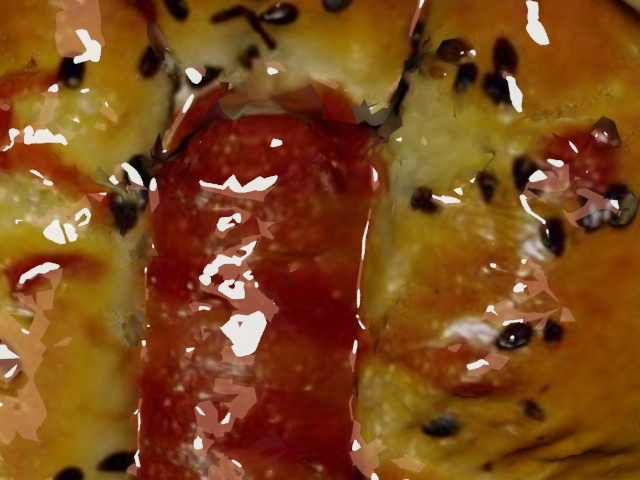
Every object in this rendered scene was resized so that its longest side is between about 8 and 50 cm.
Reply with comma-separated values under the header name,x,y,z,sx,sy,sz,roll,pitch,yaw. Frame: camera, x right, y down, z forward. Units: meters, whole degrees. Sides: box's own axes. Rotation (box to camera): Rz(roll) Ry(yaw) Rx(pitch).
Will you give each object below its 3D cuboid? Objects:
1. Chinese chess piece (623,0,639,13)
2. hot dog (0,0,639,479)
name,x,y,z,sx,sy,sz,roll,pitch,yaw
Chinese chess piece,0.186,-0.185,0.727,0.270,0.112,0.270,14,54,-20
hot dog,0.000,0.000,0.768,0.367,0.196,0.365,23,88,-2
